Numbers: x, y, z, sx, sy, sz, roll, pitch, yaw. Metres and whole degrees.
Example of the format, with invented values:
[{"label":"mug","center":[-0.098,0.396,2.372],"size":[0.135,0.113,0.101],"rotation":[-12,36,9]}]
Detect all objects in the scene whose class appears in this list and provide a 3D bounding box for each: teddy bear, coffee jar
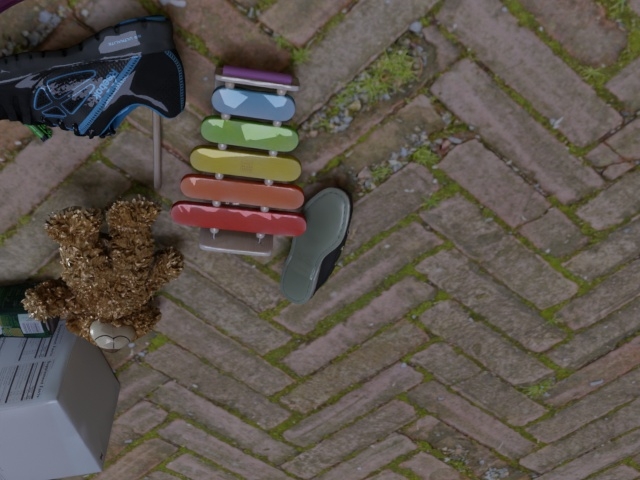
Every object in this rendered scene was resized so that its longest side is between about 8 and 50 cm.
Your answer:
[{"label":"teddy bear","center":[-0.331,0.063,1.295],"size":[0.245,0.113,0.338],"rotation":[-5,135,-39]},{"label":"coffee jar","center":[-0.536,0.120,1.380],"size":[0.185,0.096,0.079],"rotation":[-3,126,1]}]

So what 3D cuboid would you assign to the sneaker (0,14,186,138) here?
[{"label":"sneaker","center":[-0.345,-0.189,1.092],"size":[0.341,0.125,0.139],"rotation":[-13,106,10]}]

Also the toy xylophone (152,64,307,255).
[{"label":"toy xylophone","center":[-0.137,-0.120,1.206],"size":[0.237,0.081,0.322],"rotation":[0,129,-2]}]

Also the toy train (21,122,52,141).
[{"label":"toy train","center":[-0.420,-0.173,1.189],"size":[0.017,0.023,0.083],"rotation":[-29,124,20]}]

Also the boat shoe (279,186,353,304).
[{"label":"boat shoe","center":[0.000,0.000,1.322],"size":[0.081,0.069,0.227],"rotation":[35,125,15]}]

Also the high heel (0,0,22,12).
[{"label":"high heel","center":[-0.481,-0.399,0.928],"size":[0.181,0.127,0.377],"rotation":[-23,131,3]}]

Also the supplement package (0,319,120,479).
[{"label":"supplement package","center":[-0.524,0.289,1.453],"size":[0.263,0.198,0.199],"rotation":[-10,128,7]}]
